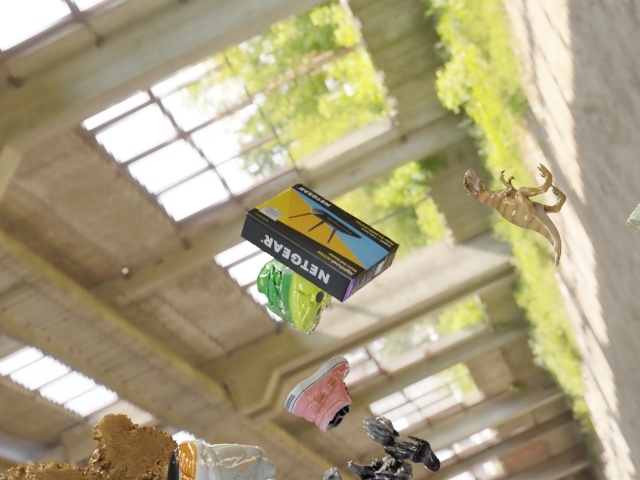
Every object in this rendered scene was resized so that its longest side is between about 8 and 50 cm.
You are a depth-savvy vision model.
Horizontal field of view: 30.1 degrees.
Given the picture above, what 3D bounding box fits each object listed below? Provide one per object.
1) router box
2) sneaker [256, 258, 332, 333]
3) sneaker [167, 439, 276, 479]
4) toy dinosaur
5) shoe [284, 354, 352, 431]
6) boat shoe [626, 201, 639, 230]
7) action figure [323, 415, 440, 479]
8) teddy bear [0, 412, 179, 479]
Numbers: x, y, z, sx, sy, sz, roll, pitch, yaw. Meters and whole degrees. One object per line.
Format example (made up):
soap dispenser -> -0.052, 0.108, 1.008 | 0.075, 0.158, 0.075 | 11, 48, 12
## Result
router box -> 0.000, 0.000, 1.636 | 0.179, 0.046, 0.133 | 32, -144, 18
sneaker -> -0.049, 0.082, 1.898 | 0.123, 0.109, 0.295 | 28, 167, 6
sneaker -> -0.092, 0.340, 1.250 | 0.099, 0.121, 0.262 | -176, 87, -65
toy dinosaur -> 0.283, -0.037, 1.594 | 0.211, 0.112, 0.064 | 39, 165, 39
shoe -> 0.019, 0.244, 1.882 | 0.081, 0.063, 0.178 | 33, -152, 17
boat shoe -> 0.558, -0.002, 1.901 | 0.153, 0.048, 0.056 | 35, -175, -13
action figure -> 0.096, 0.377, 1.974 | 0.141, 0.164, 0.276 | 34, 160, -4
teddy bear -> -0.249, 0.342, 1.308 | 0.338, 0.245, 0.113 | -97, 27, -54
